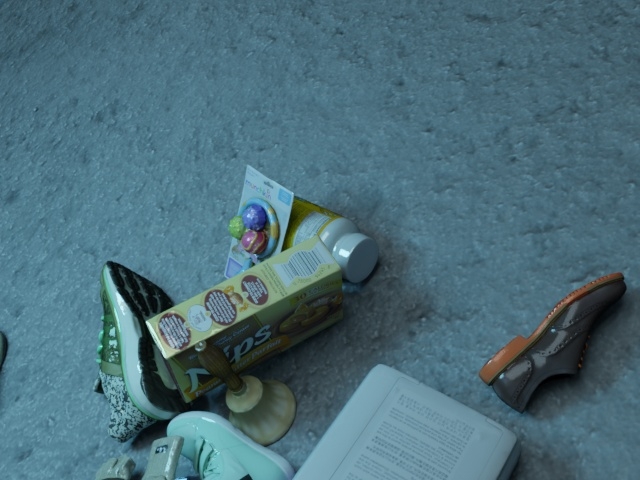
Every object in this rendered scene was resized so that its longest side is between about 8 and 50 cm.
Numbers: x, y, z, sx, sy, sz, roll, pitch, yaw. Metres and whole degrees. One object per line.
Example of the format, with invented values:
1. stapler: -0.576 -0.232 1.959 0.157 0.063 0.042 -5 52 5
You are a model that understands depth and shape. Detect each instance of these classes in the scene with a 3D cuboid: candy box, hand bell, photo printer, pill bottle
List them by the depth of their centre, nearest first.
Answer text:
1. photo printer: 0.106 0.345 1.200 0.256 0.107 0.307 25 49 19
2. hand bell: -0.141 0.230 1.398 0.126 0.242 0.126 -13 51 16
3. candy box: -0.116 0.133 1.450 0.317 0.183 0.087 -26 60 -13
4. pill bottle: 0.000 0.000 1.591 0.208 0.117 0.117 25 69 38

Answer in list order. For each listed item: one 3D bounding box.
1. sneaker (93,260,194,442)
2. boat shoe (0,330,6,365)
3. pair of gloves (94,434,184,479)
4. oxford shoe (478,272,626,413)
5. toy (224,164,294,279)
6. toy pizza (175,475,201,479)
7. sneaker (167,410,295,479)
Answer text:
1. sneaker: -0.374 0.201 1.612 0.182 0.158 0.410 -42 41 15
2. boat shoe: -0.721 0.299 1.693 0.132 0.130 0.355 -19 49 12
3. pair of gloves: -0.315 0.431 1.399 0.240 0.042 0.204 -27 36 33
4. oxford shoe: 0.376 0.156 1.327 0.271 0.097 0.098 -40 68 -1
5. toy: -0.131 -0.003 1.593 0.056 0.237 0.137 -14 36 -42
6. toy pizza: -0.236 0.469 1.385 0.201 0.032 0.201 -15 37 12
7. sneaker: -0.183 0.362 1.376 0.256 0.094 0.151 17 28 32
